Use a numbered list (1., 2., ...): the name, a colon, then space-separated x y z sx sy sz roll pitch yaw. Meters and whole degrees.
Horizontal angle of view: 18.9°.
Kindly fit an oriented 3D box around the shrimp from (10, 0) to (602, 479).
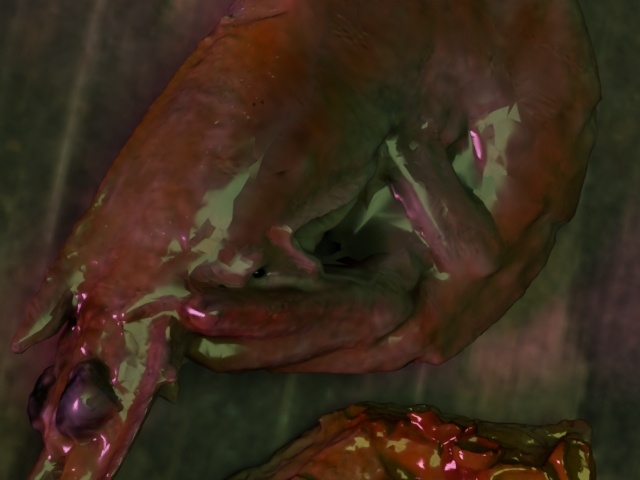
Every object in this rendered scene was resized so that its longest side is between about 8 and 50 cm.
1. shrimp: 0.000 0.000 0.735 0.168 0.077 0.317 41 71 -13

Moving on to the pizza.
1. pizza: 0.054 0.126 0.746 0.161 0.062 0.182 -44 97 -19
